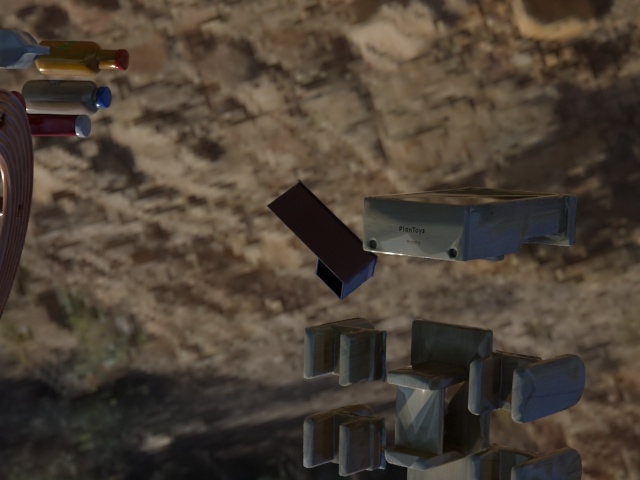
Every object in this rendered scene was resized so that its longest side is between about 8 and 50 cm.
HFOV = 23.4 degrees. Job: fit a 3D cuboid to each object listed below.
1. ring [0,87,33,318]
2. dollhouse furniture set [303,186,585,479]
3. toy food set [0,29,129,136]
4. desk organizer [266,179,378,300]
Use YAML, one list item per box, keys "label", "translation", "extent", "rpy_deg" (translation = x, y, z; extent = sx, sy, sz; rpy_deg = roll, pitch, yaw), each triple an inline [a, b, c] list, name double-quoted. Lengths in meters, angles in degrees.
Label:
- label: "ring"
  translation: [-0.350, 0.017, 1.447]
  extent: [0.032, 0.336, 0.336]
  rpy_deg: [15, 180, 7]
- label: "dollhouse furniture set"
  translation: [0.119, 0.083, 1.260]
  extent: [0.212, 0.242, 0.161]
  rpy_deg: [7, -171, 38]
- label: "toy food set"
  translation: [-0.294, -0.166, 1.644]
  extent: [0.104, 0.111, 0.232]
  rpy_deg: [3, -175, 16]
- label: "desk organizer"
  translation: [0.000, 0.000, 1.699]
  extent: [0.050, 0.130, 0.047]
  rpy_deg: [-37, 159, -22]
